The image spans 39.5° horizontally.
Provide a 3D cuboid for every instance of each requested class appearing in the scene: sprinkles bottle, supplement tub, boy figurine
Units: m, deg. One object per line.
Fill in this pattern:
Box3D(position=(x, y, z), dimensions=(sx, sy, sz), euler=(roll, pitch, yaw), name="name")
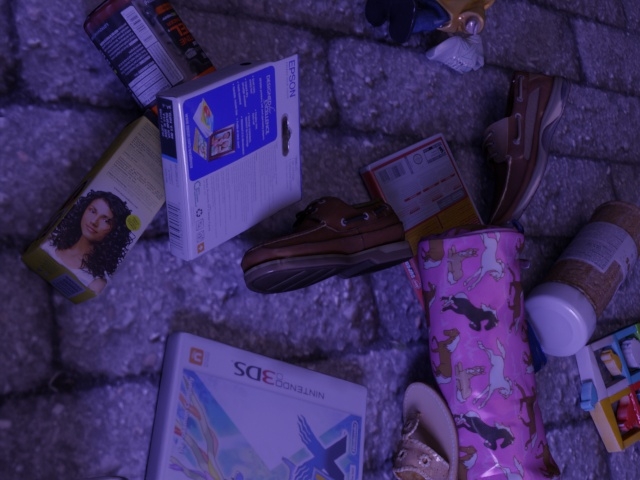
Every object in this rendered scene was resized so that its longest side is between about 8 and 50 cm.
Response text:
Box3D(position=(0.471, 0.058, 1.566), dimensions=(0.355, 0.121, 0.121), euler=(-41, 103, -42), name="sprinkles bottle")
Box3D(position=(-0.192, -0.211, 1.093), dimensions=(0.198, 0.106, 0.106), euler=(54, 48, -12), name="supplement tub")
Box3D(position=(0.212, -0.400, 1.497), dimensions=(0.285, 0.092, 0.177), euler=(-23, 54, -37), name="boy figurine")

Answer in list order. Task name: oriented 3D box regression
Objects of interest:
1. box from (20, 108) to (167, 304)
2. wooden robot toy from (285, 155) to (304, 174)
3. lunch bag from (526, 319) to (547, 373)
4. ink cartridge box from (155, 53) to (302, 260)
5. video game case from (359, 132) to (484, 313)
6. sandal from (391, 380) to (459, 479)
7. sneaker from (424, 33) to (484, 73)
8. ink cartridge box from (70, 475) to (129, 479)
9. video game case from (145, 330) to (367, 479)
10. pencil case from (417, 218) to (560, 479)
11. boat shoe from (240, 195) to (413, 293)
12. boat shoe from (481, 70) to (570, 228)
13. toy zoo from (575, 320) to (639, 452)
Box3D(position=(-0.237, -0.042, 1.025), dimensions=(0.087, 0.058, 0.232), euler=(44, 50, -22), name="box")
Box3D(position=(-0.084, -0.108, 1.168), dimensions=(0.173, 0.079, 0.076), euler=(15, 65, -37), name="wooden robot toy")
Box3D(position=(0.315, 0.177, 1.422), dimensions=(0.065, 0.067, 0.098), euler=(-29, 95, -43), name="lunch bag")
Box3D(position=(-0.103, -0.107, 1.078), dimensions=(0.208, 0.045, 0.206), euler=(-31, 131, -43), name="ink cartridge box")
Box3D(position=(0.187, -0.015, 1.409), dimensions=(0.204, 0.025, 0.285), euler=(-27, 93, -44), name="video game case")
Box3D(position=(0.136, 0.314, 1.202), dimensions=(0.079, 0.088, 0.240), euler=(-2, 82, -46), name="sandal")
Box3D(position=(0.240, -0.322, 1.548), dimensions=(0.152, 0.053, 0.061), euler=(-17, 89, -44), name="sneaker")
Box3D(position=(-0.278, 0.399, 0.682), dimensions=(0.285, 0.166, 0.395), euler=(-5, 76, -10), name="ink cartridge box")
Box3D(position=(-0.071, 0.301, 1.061), dimensions=(0.300, 0.036, 0.329), euler=(22, 61, -34), name="video game case")
Box3D(position=(0.239, 0.169, 1.274), dimensions=(0.167, 0.160, 0.386), euler=(-6, 85, -3), name="pencil case")
Box3D(position=(0.000, 0.000, 1.194), dimensions=(0.307, 0.110, 0.104), euler=(-6, 75, -52), name="boat shoe")
Box3D(position=(0.333, -0.157, 1.544), dimensions=(0.116, 0.123, 0.324), euler=(21, 66, 4), name="boat shoe")
Box3D(position=(0.556, 0.263, 1.628), dimensions=(0.293, 0.030, 0.192), euler=(-12, 83, -43), name="toy zoo")
